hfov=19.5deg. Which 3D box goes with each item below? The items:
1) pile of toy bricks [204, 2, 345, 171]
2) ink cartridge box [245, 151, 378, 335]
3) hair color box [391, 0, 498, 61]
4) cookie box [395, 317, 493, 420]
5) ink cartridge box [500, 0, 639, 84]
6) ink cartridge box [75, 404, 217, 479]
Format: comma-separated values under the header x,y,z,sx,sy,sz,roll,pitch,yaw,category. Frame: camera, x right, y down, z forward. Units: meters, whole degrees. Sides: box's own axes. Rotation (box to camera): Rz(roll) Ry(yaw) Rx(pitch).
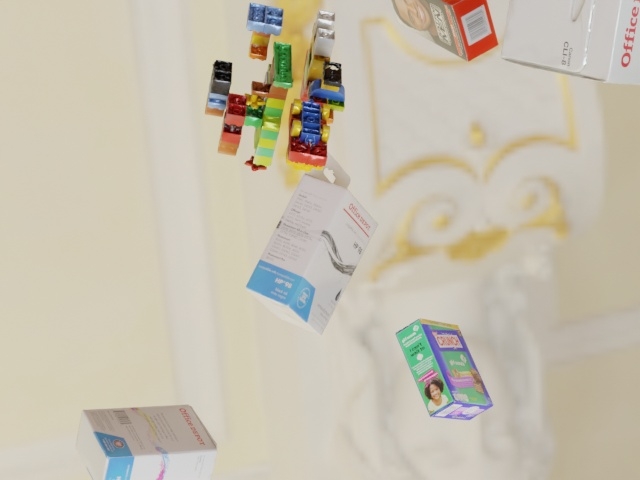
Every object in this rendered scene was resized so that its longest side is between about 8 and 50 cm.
x,y,z,sx,sy,sz,roll,pitch,yaw,category
-0.043,-0.110,1.611,0.118,0.105,0.212,10,-143,-7,pile of toy bricks
0.000,0.000,2.027,0.060,0.180,0.104,22,168,28,ink cartridge box
0.125,-0.245,1.953,0.043,0.072,0.141,-30,-146,-15,hair color box
0.140,0.146,2.108,0.040,0.107,0.092,-34,156,25,cookie box
0.258,-0.196,1.533,0.176,0.128,0.127,0,-168,-40,ink cartridge box
-0.179,0.214,1.922,0.122,0.052,0.088,-2,-150,-26,ink cartridge box
